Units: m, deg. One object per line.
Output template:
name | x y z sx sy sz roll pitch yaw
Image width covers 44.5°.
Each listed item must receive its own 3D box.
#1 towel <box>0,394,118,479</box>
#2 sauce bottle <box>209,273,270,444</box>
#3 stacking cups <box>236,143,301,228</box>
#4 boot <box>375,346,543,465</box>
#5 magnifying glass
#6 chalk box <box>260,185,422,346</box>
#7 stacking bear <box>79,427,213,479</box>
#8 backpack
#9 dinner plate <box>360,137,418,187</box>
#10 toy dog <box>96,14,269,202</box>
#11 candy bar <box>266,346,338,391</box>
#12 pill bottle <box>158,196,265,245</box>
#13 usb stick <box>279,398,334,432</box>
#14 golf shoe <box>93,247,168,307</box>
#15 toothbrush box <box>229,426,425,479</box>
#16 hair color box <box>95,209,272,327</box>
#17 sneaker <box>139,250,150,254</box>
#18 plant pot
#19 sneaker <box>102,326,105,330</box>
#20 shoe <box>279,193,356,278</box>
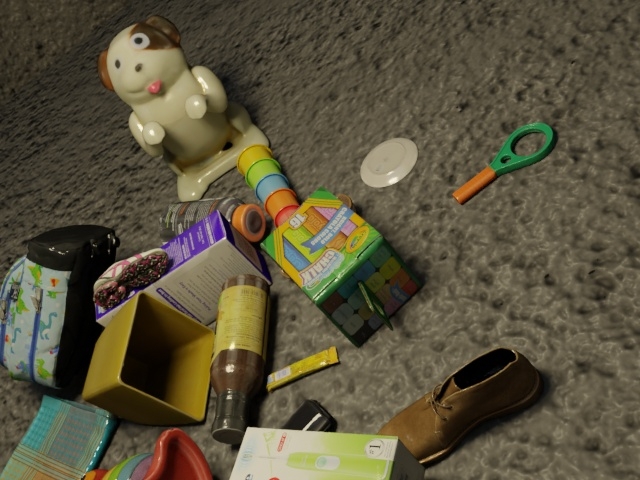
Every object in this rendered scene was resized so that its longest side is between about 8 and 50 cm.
towel | -0.605 0.518 1.686 0.272 0.040 0.370 3 58 39
sauce bottle | -0.163 0.229 1.550 0.111 0.111 0.344 -18 45 23
stacking cups | -0.099 -0.110 1.808 0.096 0.096 0.316 -39 43 3
boot | 0.198 0.263 1.256 0.305 0.115 0.112 -33 45 11
magnifying glass | 0.363 -0.151 1.555 0.231 0.026 0.092 -36 42 3
chalk box | 0.054 0.061 1.485 0.179 0.180 0.289 -44 43 -3
stacking bear | -0.349 0.473 1.450 0.289 0.164 0.175 -21 31 37
backpack | -0.603 0.157 1.781 0.274 0.355 0.290 0 11 2
dinner plate | 0.149 -0.177 1.738 0.141 0.017 0.141 -21 46 23
toy dog | -0.360 -0.368 1.979 0.285 0.408 0.395 -26 44 16
candy bar | -0.039 0.249 1.512 0.162 0.018 0.040 -27 40 16
pill bottle | -0.247 -0.034 1.820 0.246 0.130 0.130 -3 54 35
usb stick | -0.085 0.403 1.397 0.278 0.045 0.077 -48 49 -8
golf shoe | -0.396 0.060 1.620 0.186 0.067 0.086 -30 41 13
toothbrush box | -0.004 0.414 1.211 0.283 0.122 0.206 -5 50 32
hair color box | -0.300 0.102 1.705 0.339 0.185 0.110 -33 42 8
sneaker | -0.410 0.065 1.867 0.232 0.115 0.090 -7 52 32
plant pot | -0.365 0.265 1.616 0.187 0.212 0.212 -28 42 34
sneaker | -0.491 0.162 1.900 0.067 0.042 0.118 -9 58 35
shoe | 0.000 0.000 1.674 0.076 0.058 0.219 40 87 28
